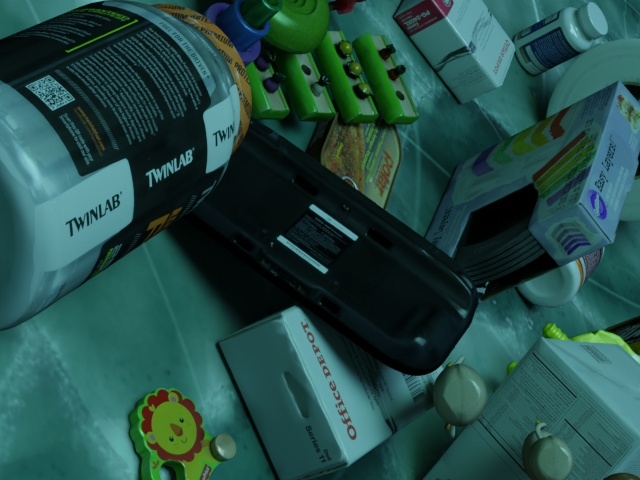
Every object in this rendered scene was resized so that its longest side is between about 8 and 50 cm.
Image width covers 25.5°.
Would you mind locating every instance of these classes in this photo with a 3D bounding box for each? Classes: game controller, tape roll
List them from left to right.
[{"bbox_3d":[0.000,0.000,1.327,0.319,0.067,0.166,36,45,7],"label":"game controller"},{"bbox_3d":[0.450,-0.155,1.926,0.169,0.246,0.246,-14,81,-54],"label":"tape roll"}]

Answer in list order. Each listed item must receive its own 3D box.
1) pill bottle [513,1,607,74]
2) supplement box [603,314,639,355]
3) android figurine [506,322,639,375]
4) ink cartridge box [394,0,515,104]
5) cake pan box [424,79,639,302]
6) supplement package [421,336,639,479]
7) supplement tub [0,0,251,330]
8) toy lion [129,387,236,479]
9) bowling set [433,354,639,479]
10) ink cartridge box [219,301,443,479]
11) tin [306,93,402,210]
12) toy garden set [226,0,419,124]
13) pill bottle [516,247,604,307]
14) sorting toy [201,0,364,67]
[{"bbox_3d":[0.333,-0.281,1.957,0.067,0.120,0.067,28,50,-39],"label":"pill bottle"},{"bbox_3d":[0.418,0.202,1.769,0.194,0.129,0.191,-27,92,-55],"label":"supplement box"},{"bbox_3d":[0.328,0.215,1.610,0.248,0.056,0.273,-43,92,-12],"label":"android figurine"},{"bbox_3d":[0.172,-0.264,1.794,0.150,0.063,0.109,50,38,-20],"label":"ink cartridge box"},{"bbox_3d":[0.231,-0.041,1.583,0.070,0.246,0.267,48,40,-16],"label":"cake pan box"},{"bbox_3d":[0.251,0.223,1.437,0.149,0.203,0.194,47,20,30],"label":"supplement package"},{"bbox_3d":[-0.196,-0.074,1.108,0.193,0.193,0.316,60,37,-7],"label":"supplement tub"},{"bbox_3d":[-0.123,0.177,1.192,0.096,0.034,0.100,40,43,-20],"label":"toy lion"},{"bbox_3d":[0.192,0.254,1.291,0.154,0.200,0.287,75,20,-83],"label":"bowling set"},{"bbox_3d":[0.018,0.121,1.350,0.208,0.087,0.153,-22,87,-55],"label":"ink cartridge box"},{"bbox_3d":[0.036,-0.086,1.541,0.106,0.040,0.190,44,40,-20],"label":"tin"},{"bbox_3d":[-0.004,-0.226,1.523,0.244,0.049,0.204,-3,65,-46],"label":"toy garden set"},{"bbox_3d":[0.305,0.017,1.774,0.086,0.086,0.152,60,36,-7],"label":"pill bottle"},{"bbox_3d":[0.001,-0.282,1.434,0.127,0.126,0.365,50,39,-7],"label":"sorting toy"}]
